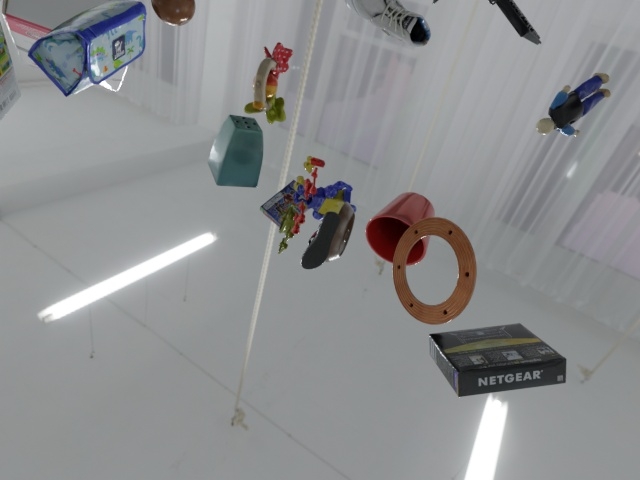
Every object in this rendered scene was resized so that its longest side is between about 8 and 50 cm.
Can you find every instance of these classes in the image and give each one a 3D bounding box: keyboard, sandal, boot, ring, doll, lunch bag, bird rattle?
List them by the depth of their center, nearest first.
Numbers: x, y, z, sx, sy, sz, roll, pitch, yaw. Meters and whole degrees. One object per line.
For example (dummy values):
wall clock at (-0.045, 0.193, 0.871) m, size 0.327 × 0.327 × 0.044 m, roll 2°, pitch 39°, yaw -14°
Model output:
lunch bag at (-0.345, -0.304, 0.634) m, size 0.151 × 0.096 × 0.128 m, roll -11°, pitch -142°, yaw 42°
doll at (0.566, -0.294, 0.928) m, size 0.189 × 0.129 × 0.046 m, roll -34°, pitch -150°, yaw -8°
boot at (0.169, -0.527, 0.951) m, size 0.123 × 0.095 × 0.258 m, roll 42°, pitch -152°, yaw 28°
keyboard at (0.459, -0.649, 1.074) m, size 0.202 × 0.033 × 0.316 m, roll -9°, pitch -114°, yaw -42°
sandal at (0.000, 0.000, 1.146) m, size 0.067 × 0.179 × 0.040 m, roll 22°, pitch -171°, yaw -28°
ring at (0.351, 0.093, 1.293) m, size 0.032 × 0.336 × 0.336 m, roll 3°, pitch -147°, yaw -33°
bird rattle at (-0.161, -0.512, 1.345) m, size 0.143 × 0.253 × 0.207 m, roll 21°, pitch -159°, yaw 0°

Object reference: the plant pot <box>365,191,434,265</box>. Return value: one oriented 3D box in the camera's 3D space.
plant pot at (0.368, -0.069, 1.801) m, size 0.275 × 0.274 × 0.243 m, roll 26°, pitch -129°, yaw 15°

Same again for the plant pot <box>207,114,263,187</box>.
plant pot at (-0.315, -0.349, 1.583) m, size 0.166 × 0.234 × 0.165 m, roll -2°, pitch -136°, yaw -31°

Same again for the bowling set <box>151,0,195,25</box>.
bowling set at (-0.158, -0.388, 0.533) m, size 0.287 × 0.199 × 0.154 m, roll 32°, pitch -150°, yaw 8°

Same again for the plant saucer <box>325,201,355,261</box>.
plant saucer at (0.066, -0.021, 1.271) m, size 0.036 × 0.198 × 0.198 m, roll 20°, pitch -149°, yaw 11°

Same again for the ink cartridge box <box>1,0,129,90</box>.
ink cartridge box at (-0.515, -0.430, 0.869) m, size 0.208 × 0.117 × 0.283 m, roll 10°, pitch 180°, yaw -31°

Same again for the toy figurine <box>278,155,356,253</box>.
toy figurine at (0.011, -0.091, 1.376) m, size 0.218 × 0.362 × 0.191 m, roll 11°, pitch -130°, yaw -19°

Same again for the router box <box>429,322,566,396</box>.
router box at (0.514, 0.348, 1.236) m, size 0.310 × 0.080 × 0.243 m, roll -6°, pitch -167°, yaw -2°

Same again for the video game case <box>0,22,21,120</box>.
video game case at (-0.565, -0.237, 0.654) m, size 0.026 × 0.206 × 0.226 m, roll 20°, pitch -123°, yaw -14°

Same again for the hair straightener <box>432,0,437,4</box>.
hair straightener at (0.207, -0.558, 0.798) m, size 0.089 × 0.047 × 0.230 m, roll 7°, pitch -105°, yaw -18°

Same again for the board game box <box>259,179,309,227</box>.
board game box at (-0.130, -0.147, 1.694) m, size 0.136 × 0.035 × 0.201 m, roll 42°, pitch -118°, yaw 9°
